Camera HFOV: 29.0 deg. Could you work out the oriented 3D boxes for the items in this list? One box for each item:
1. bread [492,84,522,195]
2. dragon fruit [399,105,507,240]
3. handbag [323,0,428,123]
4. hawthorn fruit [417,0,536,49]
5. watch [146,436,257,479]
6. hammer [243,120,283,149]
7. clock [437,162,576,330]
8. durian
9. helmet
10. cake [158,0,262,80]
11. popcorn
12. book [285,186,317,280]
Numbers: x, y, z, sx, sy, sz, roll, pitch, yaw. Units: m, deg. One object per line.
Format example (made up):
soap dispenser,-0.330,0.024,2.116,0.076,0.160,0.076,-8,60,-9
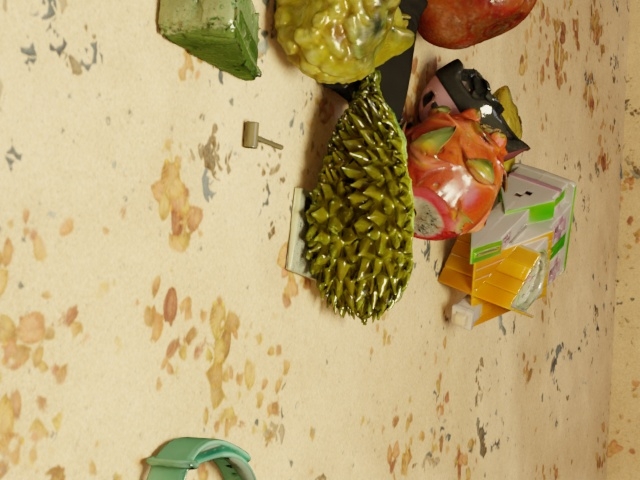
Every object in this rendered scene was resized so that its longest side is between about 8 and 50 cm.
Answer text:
bread,0.330,-0.178,2.447,0.161,0.088,0.233,50,50,-46
dragon fruit,0.206,-0.114,2.057,0.227,0.224,0.224,-67,146,-36
handbag,0.079,-0.314,1.951,0.247,0.080,0.223,19,84,-63
hawthorn fruit,0.272,-0.439,2.120,0.224,0.261,0.224,-6,97,-56
watch,-0.146,0.339,1.539,0.237,0.068,0.195,52,45,-53
hammer,-0.075,-0.138,1.712,0.110,0.019,0.035,13,80,-65
clock,0.356,0.036,2.368,0.309,0.166,0.235,-40,141,-41
durian,0.081,-0.059,1.839,0.198,0.163,0.394,-11,101,-67
helmet,0.264,-0.214,2.239,0.198,0.154,0.253,60,5,23
cake,-0.133,-0.275,1.573,0.235,0.099,0.100,56,38,-80
popcorn,0.028,-0.327,1.743,0.189,0.169,0.218,6,96,-57
book,0.000,0.000,1.871,0.182,0.014,0.127,25,69,-61
